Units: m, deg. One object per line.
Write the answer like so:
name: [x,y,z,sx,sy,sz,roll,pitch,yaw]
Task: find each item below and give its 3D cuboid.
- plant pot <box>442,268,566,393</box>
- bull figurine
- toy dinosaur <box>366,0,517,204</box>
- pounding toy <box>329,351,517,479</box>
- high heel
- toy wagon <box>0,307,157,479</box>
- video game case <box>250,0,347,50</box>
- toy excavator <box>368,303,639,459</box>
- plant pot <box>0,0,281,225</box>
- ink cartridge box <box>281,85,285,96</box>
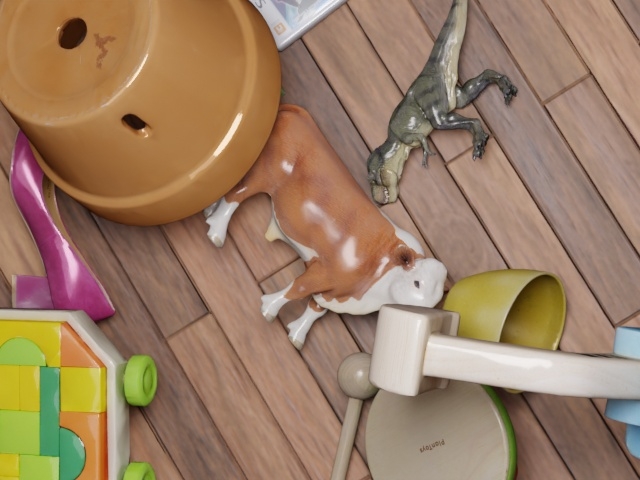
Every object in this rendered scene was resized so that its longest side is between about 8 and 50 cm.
plant pot: [0.186,0.086,1.916,0.095,0.134,0.134,18,89,35]
bull figurine: [0.000,0.000,1.950,0.188,0.101,0.310,-37,70,7]
toy dinosaur: [0.143,-0.154,1.966,0.118,0.064,0.268,24,87,17]
pounding toy: [0.131,0.213,1.933,0.237,0.110,0.183,8,97,38]
high heel: [-0.286,-0.029,2.016,0.117,0.082,0.244,1,86,8]
toy wagon: [-0.315,0.248,1.989,0.267,0.068,0.344,1,92,18]
video game case: [-0.021,-0.345,2.024,0.201,0.023,0.183,-37,81,5]
toy excavator: [0.331,0.134,1.740,0.433,0.445,0.222,11,92,42]
plant pot: [-0.212,-0.182,1.871,0.291,0.203,0.291,-7,71,21]
ink cartridge box: [-0.138,-0.221,2.004,0.109,0.062,0.209,-34,64,6]
